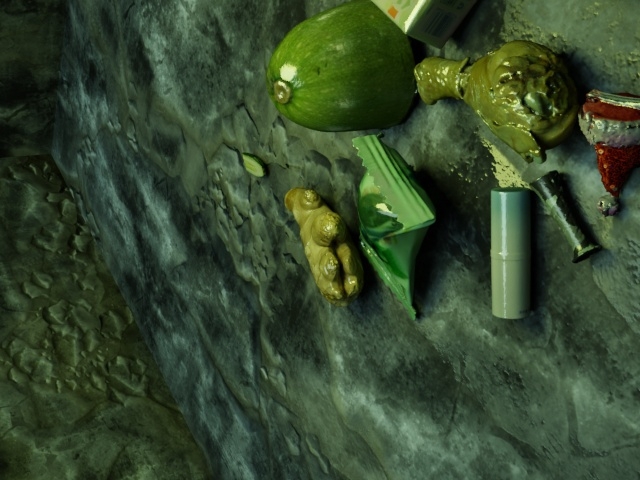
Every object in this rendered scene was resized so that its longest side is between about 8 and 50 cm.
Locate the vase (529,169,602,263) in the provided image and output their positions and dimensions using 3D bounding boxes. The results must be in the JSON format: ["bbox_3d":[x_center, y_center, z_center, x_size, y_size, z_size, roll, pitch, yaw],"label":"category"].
[{"bbox_3d":[0.444,-0.044,1.288,0.059,0.059,0.167,-45,64,49],"label":"vase"}]

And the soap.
[{"bbox_3d":[0.208,-0.514,1.392,0.199,0.138,0.182,-54,55,29],"label":"soap"}]

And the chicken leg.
[{"bbox_3d":[0.313,-0.281,1.341,0.429,0.152,0.201,34,133,54],"label":"chicken leg"}]

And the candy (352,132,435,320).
[{"bbox_3d":[0.158,-0.016,1.598,0.398,0.171,0.263,95,157,-50],"label":"candy"}]

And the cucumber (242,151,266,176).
[{"bbox_3d":[-0.190,-0.226,2.128,0.107,0.035,0.067,33,142,44],"label":"cucumber"}]

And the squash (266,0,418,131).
[{"bbox_3d":[0.006,-0.367,1.566,0.310,0.308,0.310,36,134,47],"label":"squash"}]

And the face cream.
[{"bbox_3d":[0.372,0.023,1.388,0.077,0.077,0.250,13,109,52],"label":"face cream"}]

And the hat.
[{"bbox_3d":[0.497,-0.139,1.176,0.140,0.129,0.228,9,127,28],"label":"hat"}]

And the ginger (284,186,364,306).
[{"bbox_3d":[-0.008,-0.007,1.811,0.166,0.236,0.375,-41,69,4],"label":"ginger"}]
